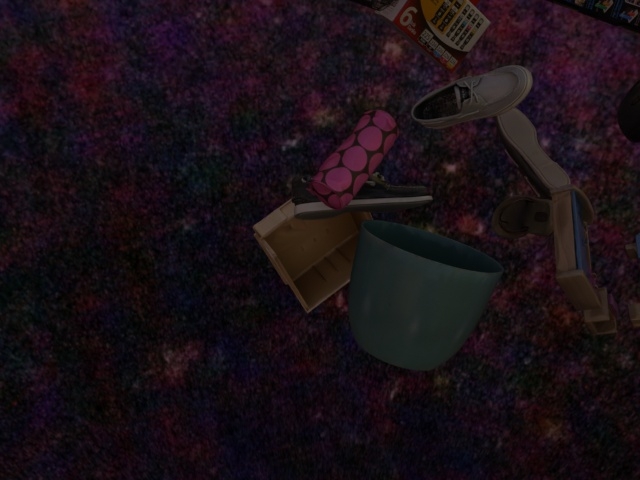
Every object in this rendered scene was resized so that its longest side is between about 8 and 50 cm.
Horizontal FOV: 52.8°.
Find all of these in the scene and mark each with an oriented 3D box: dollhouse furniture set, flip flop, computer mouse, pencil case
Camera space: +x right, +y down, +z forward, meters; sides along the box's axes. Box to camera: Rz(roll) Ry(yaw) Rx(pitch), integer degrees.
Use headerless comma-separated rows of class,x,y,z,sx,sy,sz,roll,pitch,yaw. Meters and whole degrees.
dollhouse furniture set,0.611,0.014,1.178,0.303,0.286,0.198,-12,53,32
flip flop,0.483,-0.055,1.566,0.080,0.277,0.112,2,94,-11
computer mouse,0.648,-0.321,1.279,0.060,0.262,0.184,-5,71,-12
pencil case,0.062,-0.162,1.265,0.209,0.095,0.098,-50,26,-17

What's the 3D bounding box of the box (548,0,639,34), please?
box,0.541,-0.529,1.116,0.293,0.296,0.073,35,52,29

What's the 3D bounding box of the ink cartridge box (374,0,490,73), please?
ink cartridge box,0.378,-0.736,2.041,0.272,0.309,0.130,-54,37,13

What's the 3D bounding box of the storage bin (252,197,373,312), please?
storage bin,0.000,0.000,1.617,0.262,0.260,0.123,-36,47,-8

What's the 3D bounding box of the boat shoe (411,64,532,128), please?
boat shoe,0.268,-0.256,1.174,0.081,0.227,0.079,-7,84,-50

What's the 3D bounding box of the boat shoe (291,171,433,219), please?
boat shoe,0.089,-0.105,1.371,0.302,0.114,0.091,-4,80,-11

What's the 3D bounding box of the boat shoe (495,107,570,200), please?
boat shoe,0.596,-0.247,1.877,0.112,0.095,0.335,-16,61,-18

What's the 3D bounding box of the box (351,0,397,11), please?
box,0.071,-0.792,1.768,0.307,0.076,0.243,0,81,-39

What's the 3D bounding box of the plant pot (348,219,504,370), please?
plant pot,0.188,0.117,1.296,0.293,0.235,0.293,15,14,-4
